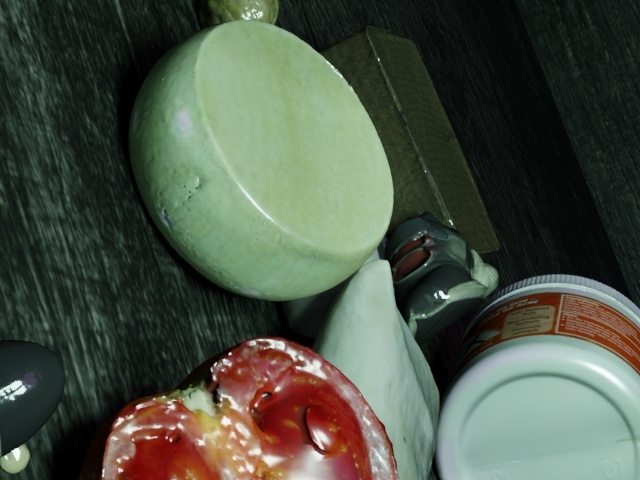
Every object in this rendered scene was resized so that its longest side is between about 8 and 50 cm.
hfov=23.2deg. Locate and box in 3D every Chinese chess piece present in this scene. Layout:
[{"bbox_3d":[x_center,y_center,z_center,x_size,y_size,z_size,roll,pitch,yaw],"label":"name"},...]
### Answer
[{"bbox_3d":[-0.049,-0.069,1.353,0.250,0.101,0.250,29,45,-33],"label":"Chinese chess piece"}]

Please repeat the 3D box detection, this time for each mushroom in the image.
[{"bbox_3d":[0.024,0.208,1.276,0.397,0.126,0.177,-80,159,-51],"label":"mushroom"}]

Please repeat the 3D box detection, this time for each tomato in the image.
[{"bbox_3d":[-0.064,0.188,1.059,0.233,0.139,0.200,-23,80,-37],"label":"tomato"}]

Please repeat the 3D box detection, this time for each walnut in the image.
[{"bbox_3d":[-0.083,-0.235,1.589,0.092,0.092,0.092,53,23,-34],"label":"walnut"}]

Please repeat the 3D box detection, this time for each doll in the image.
[{"bbox_3d":[-0.209,0.104,0.860,0.179,0.089,0.102,-27,94,-48],"label":"doll"}]

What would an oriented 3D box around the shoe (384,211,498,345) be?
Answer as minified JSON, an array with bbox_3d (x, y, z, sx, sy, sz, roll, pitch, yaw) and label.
[{"bbox_3d":[0.103,0.031,1.522,0.112,0.099,0.227,55,15,6],"label":"shoe"}]

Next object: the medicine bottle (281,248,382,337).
[{"bbox_3d":[0.000,0.000,1.501,0.105,0.105,0.168,33,38,-59],"label":"medicine bottle"}]

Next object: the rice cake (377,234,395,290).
[{"bbox_3d":[0.023,-0.017,1.615,0.040,0.085,0.226,24,46,-74],"label":"rice cake"}]

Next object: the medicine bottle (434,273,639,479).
[{"bbox_3d":[0.263,0.193,1.756,0.253,0.252,0.241,63,19,-11],"label":"medicine bottle"}]

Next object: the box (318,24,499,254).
[{"bbox_3d":[0.070,-0.084,1.730,0.273,0.143,0.184,67,19,4],"label":"box"}]
